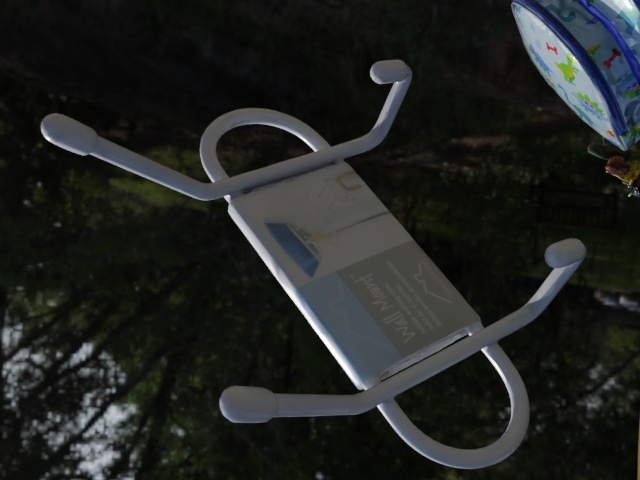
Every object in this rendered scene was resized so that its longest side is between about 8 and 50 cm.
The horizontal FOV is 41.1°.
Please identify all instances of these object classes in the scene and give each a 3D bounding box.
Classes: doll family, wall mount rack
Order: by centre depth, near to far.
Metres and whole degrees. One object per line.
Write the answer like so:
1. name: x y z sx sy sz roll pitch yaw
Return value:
1. wall mount rack: 0.000 0.000 0.573 0.304 0.130 0.350 -21 -120 -34
2. doll family: 0.413 -0.092 1.011 0.193 0.111 0.076 3 149 12

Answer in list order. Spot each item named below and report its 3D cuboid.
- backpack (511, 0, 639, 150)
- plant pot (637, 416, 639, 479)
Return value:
1. backpack: 0.144 -0.105 0.402 0.105 0.084 0.114 59 -175 36
2. plant pot: 0.407 0.140 0.808 0.237 0.254 0.237 2 151 1
